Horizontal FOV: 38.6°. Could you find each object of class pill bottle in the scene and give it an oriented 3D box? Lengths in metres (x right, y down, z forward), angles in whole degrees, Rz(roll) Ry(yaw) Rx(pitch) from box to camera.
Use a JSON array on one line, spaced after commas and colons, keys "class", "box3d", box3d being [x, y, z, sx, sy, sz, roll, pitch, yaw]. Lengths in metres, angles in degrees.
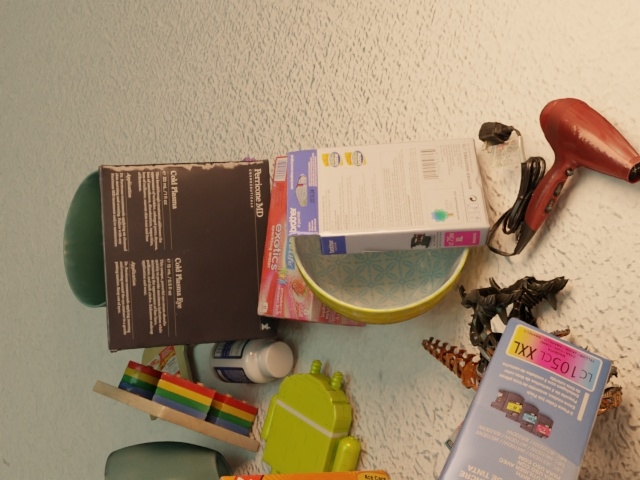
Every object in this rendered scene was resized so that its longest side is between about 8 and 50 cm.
[{"class": "pill bottle", "box3d": [-0.134, 0.235, 1.804, 0.169, 0.094, 0.094, -7, 77, 47]}]

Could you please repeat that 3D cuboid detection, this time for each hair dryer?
[{"class": "hair dryer", "box3d": [0.361, -0.100, 1.365, 0.293, 0.080, 0.224, -14, 80, 56]}]

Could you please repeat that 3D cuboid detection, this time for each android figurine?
[{"class": "android figurine", "box3d": [-0.023, 0.359, 1.686, 0.248, 0.056, 0.273, 19, 97, 48]}]

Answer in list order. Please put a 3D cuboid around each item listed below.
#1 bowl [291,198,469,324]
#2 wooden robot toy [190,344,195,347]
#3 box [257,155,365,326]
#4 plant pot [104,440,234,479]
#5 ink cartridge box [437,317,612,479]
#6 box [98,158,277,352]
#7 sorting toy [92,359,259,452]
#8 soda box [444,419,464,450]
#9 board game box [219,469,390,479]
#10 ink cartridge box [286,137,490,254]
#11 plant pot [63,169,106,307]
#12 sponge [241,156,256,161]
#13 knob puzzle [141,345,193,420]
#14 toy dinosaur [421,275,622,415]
[{"class": "bowl", "box3d": [0.099, 0.034, 1.521, 0.156, 0.289, 0.289, 84, 162, -54]}, {"class": "wooden robot toy", "box3d": [-0.273, 0.162, 1.983, 0.173, 0.079, 0.076, -58, 46, 22]}, {"class": "box", "box3d": [0.000, 0.000, 1.670, 0.154, 0.142, 0.300, 1, 83, 48]}, {"class": "plant pot", "box3d": [-0.268, 0.513, 1.795, 0.195, 0.290, 0.290, -23, 59, 2]}, {"class": "ink cartridge box", "box3d": [0.212, 0.333, 1.129, 0.151, 0.395, 0.270, 21, 136, 13]}, {"class": "box", "box3d": [-0.255, 0.023, 1.748, 0.179, 0.312, 0.343, -172, 80, -78]}, {"class": "sorting toy", "box3d": [-0.279, 0.323, 1.839, 0.257, 0.255, 0.089, 7, 71, 48]}, {"class": "soda box", "box3d": [0.267, 0.353, 1.369, 0.063, 0.058, 0.183, -56, 46, 24]}, {"class": "board game box", "box3d": [-0.037, 0.614, 1.425, 0.356, 0.356, 0.356, -53, 48, 26]}, {"class": "ink cartridge box", "box3d": [0.102, -0.070, 1.462, 0.065, 0.311, 0.186, 87, -179, -54]}, {"class": "plant pot", "box3d": [-0.386, 0.005, 1.997, 0.293, 0.235, 0.293, -8, 79, 46]}, {"class": "sponge", "box3d": [-0.144, -0.063, 1.924, 0.117, 0.031, 0.210, -48, 52, 31]}, {"class": "knob puzzle", "box3d": [-0.350, 0.285, 2.078, 0.213, 0.030, 0.213, -11, 74, 46]}, {"class": "toy dinosaur", "box3d": [0.278, 0.171, 1.339, 0.322, 0.164, 0.218, -1, 98, 26]}]
